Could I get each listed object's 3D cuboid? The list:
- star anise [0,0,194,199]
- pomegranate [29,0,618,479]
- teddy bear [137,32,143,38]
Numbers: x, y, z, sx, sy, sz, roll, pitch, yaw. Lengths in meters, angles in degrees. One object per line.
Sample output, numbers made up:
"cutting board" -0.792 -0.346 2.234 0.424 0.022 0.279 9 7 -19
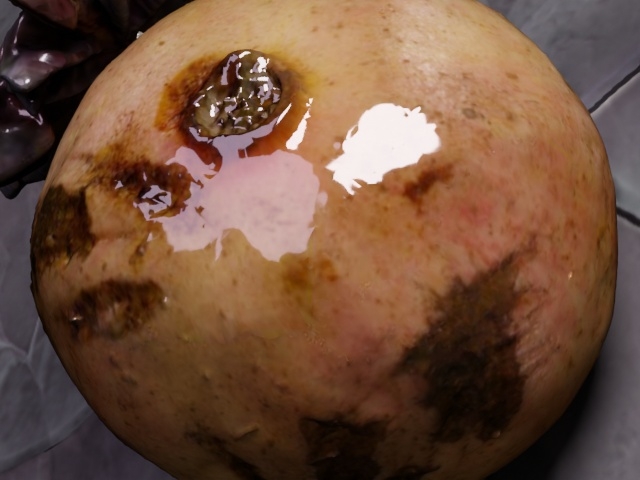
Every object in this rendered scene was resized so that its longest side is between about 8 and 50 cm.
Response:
"star anise" -0.142 -0.133 0.961 0.212 0.129 0.282 -53 -7 -50
"pomegranate" 0.000 0.000 0.896 0.322 0.322 0.322 -23 46 26
"teddy bear" -0.074 -0.166 1.149 0.367 0.224 0.357 -50 21 -1
